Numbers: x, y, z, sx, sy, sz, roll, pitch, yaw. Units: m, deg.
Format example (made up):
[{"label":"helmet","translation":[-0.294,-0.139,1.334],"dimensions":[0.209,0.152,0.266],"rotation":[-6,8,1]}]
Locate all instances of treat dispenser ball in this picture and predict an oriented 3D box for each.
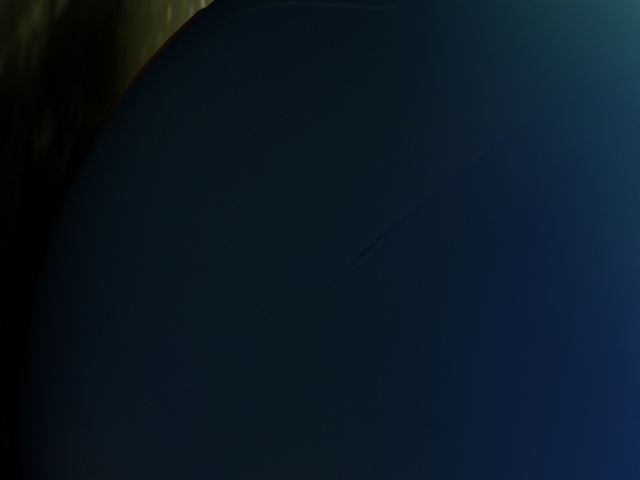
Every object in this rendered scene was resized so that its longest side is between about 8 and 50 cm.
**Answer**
[{"label":"treat dispenser ball","translation":[0.063,0.045,0.529],"dimensions":[0.288,0.288,0.288],"rotation":[5,90,-76]}]
